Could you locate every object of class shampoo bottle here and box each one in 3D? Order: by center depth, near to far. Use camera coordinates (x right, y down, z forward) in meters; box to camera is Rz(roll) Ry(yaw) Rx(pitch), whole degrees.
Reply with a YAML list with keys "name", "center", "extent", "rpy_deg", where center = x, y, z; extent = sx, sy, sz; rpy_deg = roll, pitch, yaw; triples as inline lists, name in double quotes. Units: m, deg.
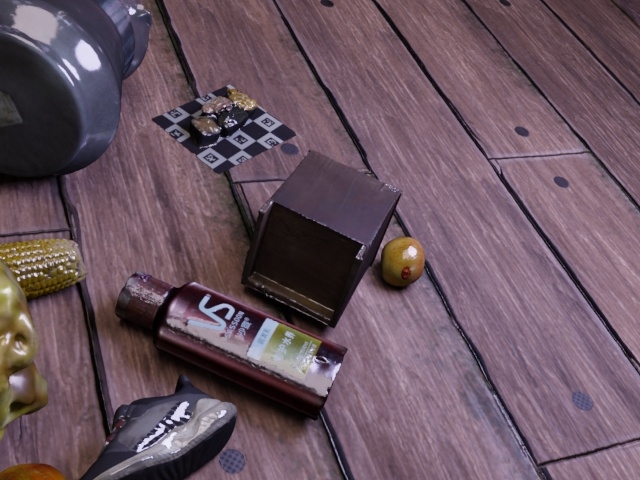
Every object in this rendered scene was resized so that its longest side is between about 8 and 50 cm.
- name: "shampoo bottle"
  center: [-0.129, 0.137, 1.059]
  extent: [0.322, 0.084, 0.129]
  rpy_deg: [24, 42, 6]

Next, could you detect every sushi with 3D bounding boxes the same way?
- name: "sushi"
  center: [-0.177, -0.236, 1.427]
  extent: [0.192, 0.051, 0.215]
  rpy_deg: [39, 48, 19]

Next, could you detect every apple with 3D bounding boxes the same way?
- name: "apple"
  center: [-0.325, 0.295, 0.816]
  extent: [0.099, 0.114, 0.102]
  rpy_deg: [-21, 69, -35]
- name: "apple"
  center: [0.135, 0.034, 1.250]
  extent: [0.071, 0.084, 0.084]
  rpy_deg: [-1, 47, -8]

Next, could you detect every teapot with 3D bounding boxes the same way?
- name: "teapot"
  center: [-0.480, -0.293, 1.251]
  extent: [0.375, 0.306, 0.362]
  rpy_deg: [-8, 34, 14]

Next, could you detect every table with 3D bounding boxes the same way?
- name: "table"
  center: [0.000, 0.000, 1.172]
  extent: [0.169, 0.173, 0.193]
  rpy_deg: [25, 41, 7]

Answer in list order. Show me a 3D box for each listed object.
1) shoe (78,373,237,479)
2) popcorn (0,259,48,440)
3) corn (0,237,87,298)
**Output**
- name: "shoe"
  center: [-0.212, 0.247, 0.924]
  extent: [0.227, 0.099, 0.112]
  rpy_deg: [-22, 50, -39]
- name: "popcorn"
  center: [-0.456, 0.156, 0.801]
  extent: [0.312, 0.312, 0.312]
  rpy_deg: [9, 45, -10]
- name: "corn"
  center: [-0.480, 0.059, 1.016]
  extent: [0.319, 0.097, 0.097]
  rpy_deg: [-14, 53, -32]
